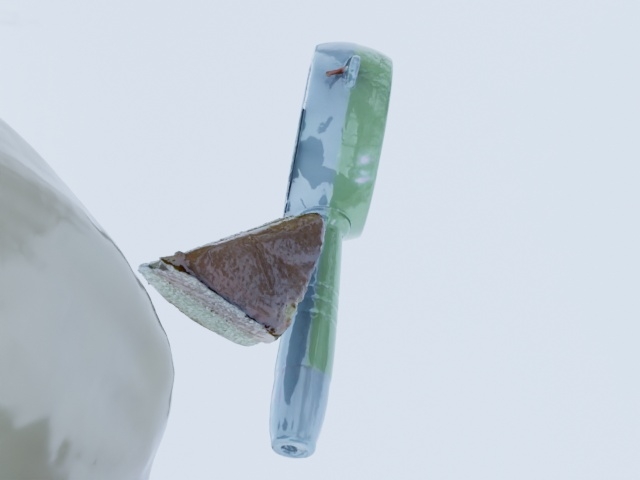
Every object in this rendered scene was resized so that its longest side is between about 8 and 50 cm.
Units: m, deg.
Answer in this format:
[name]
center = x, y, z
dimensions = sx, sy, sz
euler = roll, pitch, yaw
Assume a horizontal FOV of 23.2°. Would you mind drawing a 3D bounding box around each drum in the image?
[drum]
center = -0.002, 0.007, 0.885
dimensions = 0.130, 0.049, 0.253
euler = 108, -8, -72

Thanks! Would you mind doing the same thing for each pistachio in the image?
[pistachio]
center = -0.190, 0.029, 0.611
dimensions = 0.226, 0.332, 0.207
euler = -14, -127, 23

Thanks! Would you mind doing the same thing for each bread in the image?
[bread]
center = -0.039, 0.024, 0.796
dimensions = 0.043, 0.109, 0.062
euler = -17, -91, 48
